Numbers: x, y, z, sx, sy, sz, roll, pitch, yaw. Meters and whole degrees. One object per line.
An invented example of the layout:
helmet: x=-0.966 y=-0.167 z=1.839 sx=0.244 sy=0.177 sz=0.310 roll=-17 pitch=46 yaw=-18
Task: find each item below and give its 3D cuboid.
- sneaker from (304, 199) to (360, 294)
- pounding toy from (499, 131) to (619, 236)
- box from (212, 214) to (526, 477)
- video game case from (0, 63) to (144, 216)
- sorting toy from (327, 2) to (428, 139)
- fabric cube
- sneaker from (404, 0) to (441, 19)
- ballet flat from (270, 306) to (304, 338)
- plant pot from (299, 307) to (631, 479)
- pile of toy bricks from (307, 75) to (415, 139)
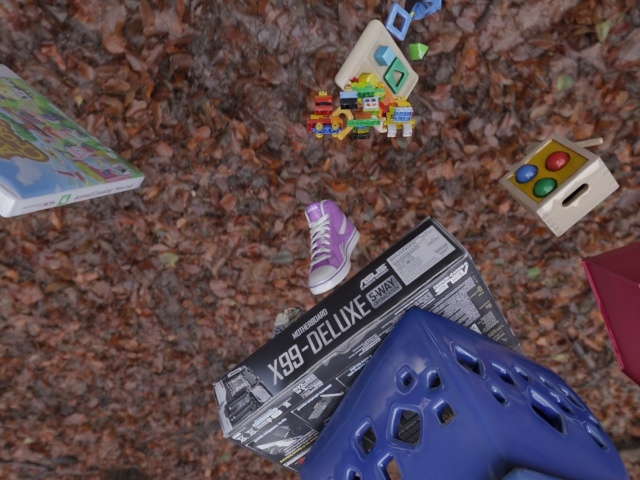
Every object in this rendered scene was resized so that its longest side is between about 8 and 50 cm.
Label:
sneaker: x=-0.001 y=0.000 z=1.109 sx=0.102 sy=0.282 sz=0.161 roll=-26 pitch=111 yaw=25
pounding toy: x=0.424 y=-0.143 z=0.843 sx=0.094 sy=0.206 sz=0.181 roll=36 pitch=108 yaw=-29
box: x=0.072 y=0.154 z=0.547 sx=0.307 sy=0.076 sz=0.242 roll=-39 pitch=128 yaw=5
video game case: x=-0.307 y=-0.112 z=0.451 sx=0.212 sy=0.193 sz=0.023 roll=39 pitch=107 yaw=-1
sorting toy: x=0.144 y=-0.378 z=1.086 sx=0.196 sy=0.047 sz=0.348 roll=36 pitch=83 yaw=-38
fabric cube: x=0.657 y=0.124 z=0.785 sx=0.258 sy=0.254 sz=0.259 roll=-21 pitch=93 yaw=12
sneaker: x=0.277 y=-0.622 z=1.171 sx=0.082 sy=0.209 sz=0.069 roll=-3 pitch=95 yaw=-5
ballet flat: x=-0.065 y=0.151 z=0.870 sx=0.041 sy=0.114 sz=0.041 roll=4 pitch=102 yaw=22
plant pot: x=0.144 y=0.240 z=0.424 sx=0.235 sy=0.212 sz=0.236 roll=26 pitch=106 yaw=-23
pile of toy bricks: x=0.078 y=-0.268 z=0.894 sx=0.212 sy=0.105 sz=0.118 roll=-2 pitch=158 yaw=0
